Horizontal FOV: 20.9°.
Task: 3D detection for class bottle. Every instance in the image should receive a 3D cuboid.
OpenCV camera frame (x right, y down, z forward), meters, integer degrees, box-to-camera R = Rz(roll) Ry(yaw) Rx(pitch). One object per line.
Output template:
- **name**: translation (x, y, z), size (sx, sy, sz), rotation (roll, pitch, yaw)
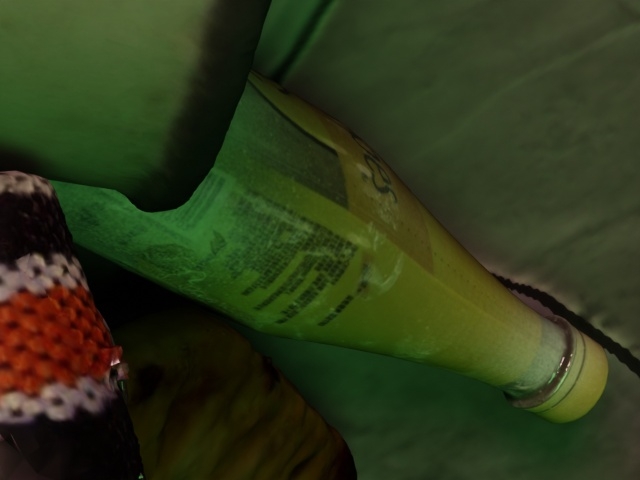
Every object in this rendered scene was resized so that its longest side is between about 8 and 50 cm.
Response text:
- **bottle**: translation (0.000, 0.000, 0.628), size (0.269, 0.083, 0.083), rotation (29, 107, -30)

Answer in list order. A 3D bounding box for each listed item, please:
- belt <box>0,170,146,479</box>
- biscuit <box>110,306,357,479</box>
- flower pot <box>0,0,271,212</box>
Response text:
- **belt**: translation (-0.198, 0.091, 0.416), size (0.359, 0.094, 0.126), rotation (-26, 160, 22)
- **biscuit**: translation (-0.106, 0.187, 0.617), size (0.359, 0.046, 0.359), rotation (-35, 140, -37)
- **flower pot**: translation (-0.171, -0.169, 0.386), size (0.330, 0.293, 0.294), rotation (7, 116, -11)
